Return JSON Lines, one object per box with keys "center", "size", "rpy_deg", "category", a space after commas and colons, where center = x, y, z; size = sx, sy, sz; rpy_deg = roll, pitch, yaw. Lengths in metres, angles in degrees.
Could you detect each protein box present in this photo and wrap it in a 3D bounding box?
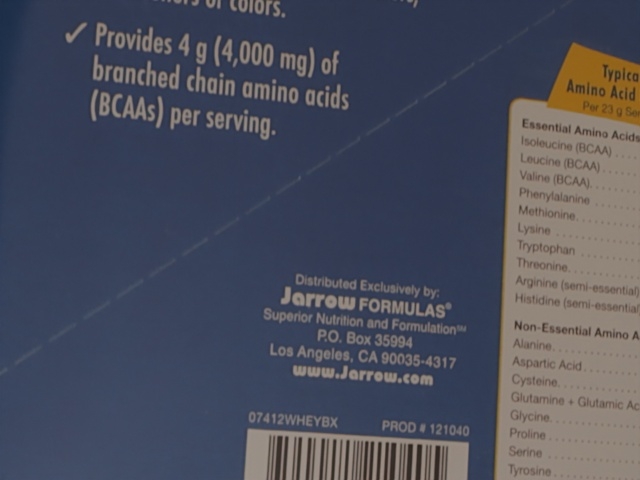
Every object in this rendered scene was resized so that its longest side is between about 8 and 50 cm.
{"center": [0.000, 0.000, 0.421], "size": [0.199, 0.201, 0.136], "rpy_deg": [5, -9, -17], "category": "protein box"}
